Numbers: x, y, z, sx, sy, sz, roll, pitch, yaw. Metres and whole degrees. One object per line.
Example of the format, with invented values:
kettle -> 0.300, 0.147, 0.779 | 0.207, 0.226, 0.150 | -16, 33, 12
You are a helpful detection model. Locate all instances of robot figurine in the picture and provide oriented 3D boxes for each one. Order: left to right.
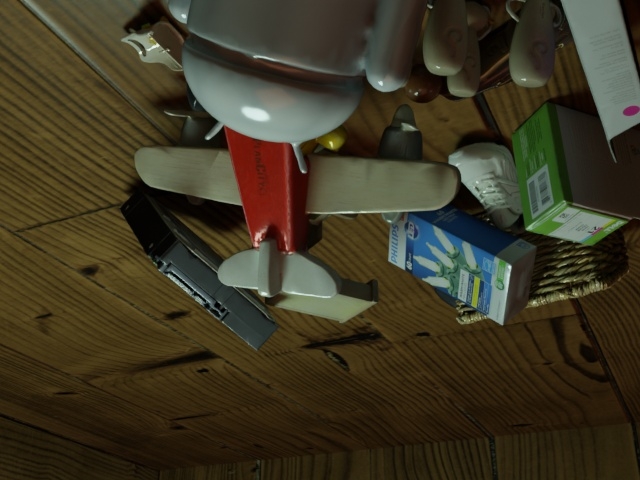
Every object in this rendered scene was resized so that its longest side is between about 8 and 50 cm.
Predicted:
robot figurine -> -0.030, -0.255, 0.836 | 0.300, 0.353, 0.200 | 24, -159, 27

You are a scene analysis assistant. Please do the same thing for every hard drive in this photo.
hard drive -> -0.216, 0.039, 1.385 | 0.064, 0.339, 0.237 | -47, 117, -2

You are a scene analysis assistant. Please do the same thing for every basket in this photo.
basket -> 0.419, 0.060, 1.513 | 0.299, 0.223, 0.213 | -20, 145, 32

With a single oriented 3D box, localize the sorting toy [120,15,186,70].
sorting toy -> -0.233, -0.271, 1.112 | 0.075, 0.044, 0.083 | -6, 152, 28

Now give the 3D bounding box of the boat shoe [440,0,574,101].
boat shoe -> 0.254, -0.247, 1.105 | 0.073, 0.073, 0.207 | 25, 144, -34

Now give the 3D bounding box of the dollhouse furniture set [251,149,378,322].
dollhouse furniture set -> 0.000, 0.000, 1.391 | 0.161, 0.242, 0.212 | 16, 148, -27

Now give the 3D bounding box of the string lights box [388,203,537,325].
string lights box -> 0.241, 0.024, 1.407 | 0.260, 0.077, 0.133 | 30, 136, 37

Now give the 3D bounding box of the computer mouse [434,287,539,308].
computer mouse -> 0.393, 0.110, 1.775 | 0.262, 0.060, 0.184 | 3, 152, -5

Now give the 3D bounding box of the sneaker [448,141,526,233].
sneaker -> 0.301, -0.082, 1.363 | 0.090, 0.115, 0.232 | -24, 143, 38

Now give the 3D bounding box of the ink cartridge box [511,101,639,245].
ink cartridge box -> 0.445, -0.090, 1.268 | 0.255, 0.188, 0.097 | 12, 149, -20

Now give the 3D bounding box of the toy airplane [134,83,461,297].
toy airplane -> -0.044, -0.108, 1.167 | 0.386, 0.272, 0.384 | 42, 126, -6

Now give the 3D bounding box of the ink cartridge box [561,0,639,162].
ink cartridge box -> 0.335, -0.263, 0.965 | 0.069, 0.175, 0.371 | -12, 149, 22

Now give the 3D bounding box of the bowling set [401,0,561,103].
bowling set -> 0.140, -0.272, 1.030 | 0.287, 0.154, 0.200 | 7, 175, -14
